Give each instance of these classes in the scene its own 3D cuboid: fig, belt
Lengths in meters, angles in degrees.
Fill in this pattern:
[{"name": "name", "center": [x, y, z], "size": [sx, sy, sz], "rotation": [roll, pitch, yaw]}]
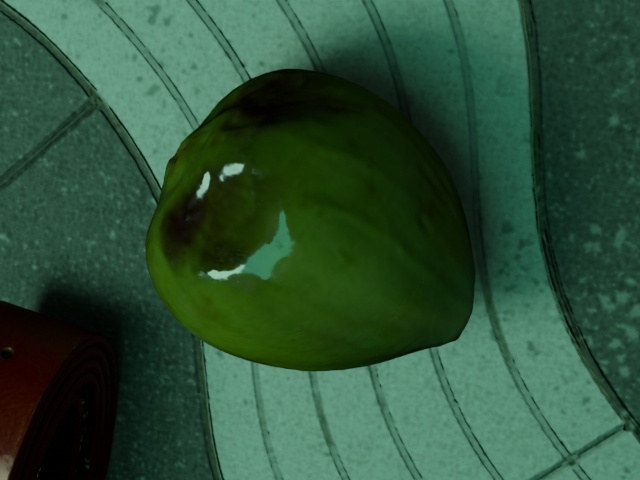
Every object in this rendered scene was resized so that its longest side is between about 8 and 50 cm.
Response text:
[{"name": "fig", "center": [0.000, 0.000, 1.407], "size": [0.271, 0.239, 0.239], "rotation": [35, 118, -8]}, {"name": "belt", "center": [-0.287, 0.222, 1.589], "size": [0.115, 0.227, 0.324], "rotation": [17, 104, 16]}]
